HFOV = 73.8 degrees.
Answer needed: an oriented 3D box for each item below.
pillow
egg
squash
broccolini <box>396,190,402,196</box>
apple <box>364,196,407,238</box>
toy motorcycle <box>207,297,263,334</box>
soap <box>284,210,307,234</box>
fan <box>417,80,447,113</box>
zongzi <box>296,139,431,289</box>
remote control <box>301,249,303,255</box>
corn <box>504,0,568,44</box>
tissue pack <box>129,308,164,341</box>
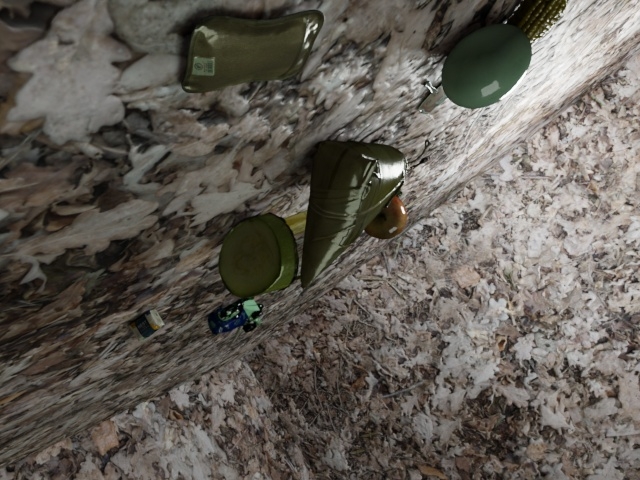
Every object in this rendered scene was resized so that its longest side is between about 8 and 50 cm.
[{"bbox_3d":[-0.091,-0.263,0.602,0.217,0.033,0.130,-27,167,-33],"label":"pillow"},{"bbox_3d":[0.386,-0.405,0.991,0.231,0.168,0.168,-36,167,-11],"label":"egg"},{"bbox_3d":[-0.159,0.033,1.112,0.133,0.220,0.220,-5,149,-45],"label":"squash"},{"bbox_3d":[0.297,-0.212,1.691,0.074,0.058,0.201,-41,168,-5],"label":"broccolini"},{"bbox_3d":[0.248,-0.097,1.690,0.188,0.188,0.174,-38,172,10],"label":"apple"},{"bbox_3d":[-0.361,0.324,1.827,0.196,0.125,0.331,-35,164,5],"label":"toy motorcycle"},{"bbox_3d":[-0.105,-0.037,1.352,0.252,0.037,0.092,-24,161,-38],"label":"soap"},{"bbox_3d":[0.316,-0.404,1.170,0.132,0.009,0.220,-42,166,23],"label":"fan"},{"bbox_3d":[0.111,-0.099,1.188,0.447,0.181,0.418,-18,131,-54],"label":"zongzi"},{"bbox_3d":[0.000,0.000,1.702,0.103,0.055,0.277,-29,165,-23],"label":"remote control"},{"bbox_3d":[0.483,-0.502,1.069,0.097,0.097,0.320,-26,166,-35],"label":"corn"},{"bbox_3d":[-0.523,0.256,1.286,0.083,0.062,0.042,-36,172,6],"label":"tissue pack"}]
